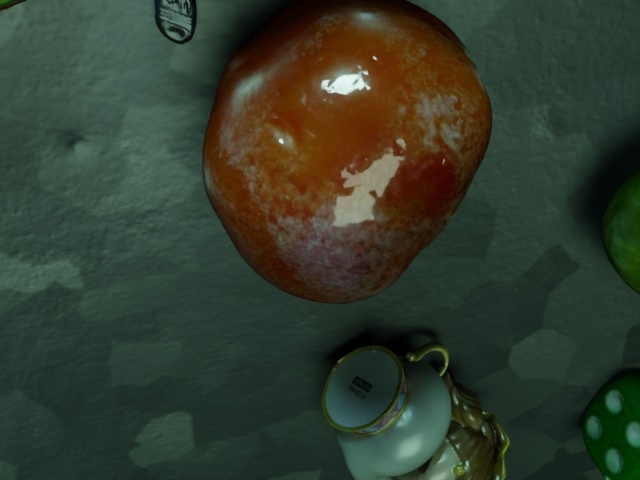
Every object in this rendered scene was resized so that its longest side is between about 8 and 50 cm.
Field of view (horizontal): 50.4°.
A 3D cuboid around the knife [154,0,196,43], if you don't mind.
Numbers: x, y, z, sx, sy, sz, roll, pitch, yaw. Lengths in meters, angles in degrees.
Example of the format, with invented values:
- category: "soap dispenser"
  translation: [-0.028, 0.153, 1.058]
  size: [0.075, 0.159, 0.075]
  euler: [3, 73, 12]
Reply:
- category: "knife"
  translation: [-0.105, -0.203, 0.490]
  size: [0.031, 0.018, 0.121]
  euler: [2, 124, -8]

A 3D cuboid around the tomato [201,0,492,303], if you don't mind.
- category: "tomato"
  translation: [0.010, -0.070, 0.498]
  size: [0.189, 0.232, 0.232]
  euler: [31, 114, -4]

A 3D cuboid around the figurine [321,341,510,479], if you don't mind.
- category: "figurine"
  translation: [0.117, 0.226, 0.783]
  size: [0.189, 0.142, 0.263]
  euler: [-50, 125, -7]

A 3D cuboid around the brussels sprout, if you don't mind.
- category: "brussels sprout"
  translation: [0.365, -0.010, 0.684]
  size: [0.162, 0.144, 0.180]
  euler: [-28, 123, -39]

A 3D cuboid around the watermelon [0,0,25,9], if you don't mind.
- category: "watermelon"
  translation: [-0.238, -0.171, 0.454]
  size: [0.136, 0.125, 0.094]
  euler: [-5, 158, -34]

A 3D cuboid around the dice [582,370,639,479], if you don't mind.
- category: "dice"
  translation: [0.442, 0.260, 0.905]
  size: [0.131, 0.120, 0.128]
  euler: [11, 122, -20]
